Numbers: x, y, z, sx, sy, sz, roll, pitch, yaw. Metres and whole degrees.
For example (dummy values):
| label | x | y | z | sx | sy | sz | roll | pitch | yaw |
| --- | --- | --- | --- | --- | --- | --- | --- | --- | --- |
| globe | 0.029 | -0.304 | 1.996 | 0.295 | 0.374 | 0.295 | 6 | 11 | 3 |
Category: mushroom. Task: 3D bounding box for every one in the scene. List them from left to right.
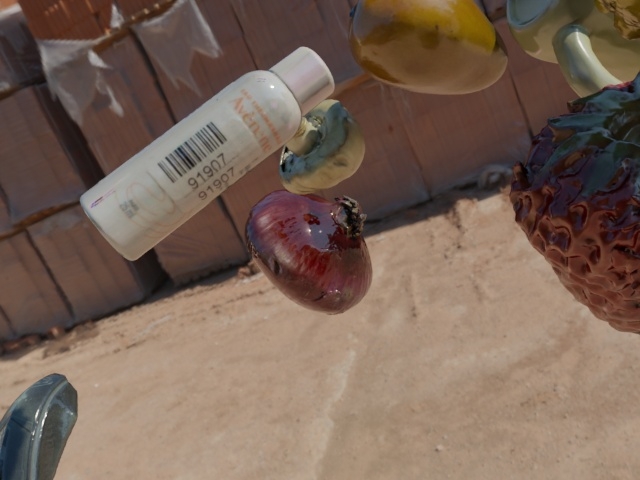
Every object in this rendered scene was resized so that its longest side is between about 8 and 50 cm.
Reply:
| label | x | y | z | sx | sy | sz | roll | pitch | yaw |
| --- | --- | --- | --- | --- | --- | --- | --- | --- | --- |
| mushroom | -0.008 | -0.139 | 0.931 | 0.154 | 0.122 | 0.154 | -27 | 49 | 36 |

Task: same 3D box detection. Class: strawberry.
| label | x | y | z | sx | sy | sz | roll | pitch | yaw |
| --- | --- | --- | --- | --- | --- | --- | --- | --- | --- |
| strawberry | 0.274 | -0.002 | 0.524 | 0.205 | 0.244 | 0.205 | -10 | 43 | 10 |

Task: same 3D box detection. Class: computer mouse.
| label | x | y | z | sx | sy | sz | roll | pitch | yaw |
| --- | --- | --- | --- | --- | --- | --- | --- | --- | --- |
| computer mouse | -0.450 | 0.304 | 0.933 | 0.126 | 0.071 | 0.231 | -15 | 46 | 28 |

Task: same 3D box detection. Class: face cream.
| label | x | y | z | sx | sy | sz | roll | pitch | yaw |
| --- | --- | --- | --- | --- | --- | --- | --- | --- | --- |
| face cream | -0.102 | -0.092 | 0.602 | 0.269 | 0.082 | 0.082 | -40 | 18 | -7 |

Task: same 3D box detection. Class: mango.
| label | x | y | z | sx | sy | sz | roll | pitch | yaw |
| --- | --- | --- | --- | --- | --- | --- | --- | --- | --- |
| mango | 0.138 | -0.265 | 0.824 | 0.176 | 0.139 | 0.255 | 24 | 9 | 36 |

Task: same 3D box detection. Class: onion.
| label | x | y | z | sx | sy | sz | roll | pitch | yaw |
| --- | --- | --- | --- | --- | --- | --- | --- | --- | --- |
| onion | 0.000 | 0.000 | 1.442 | 0.285 | 0.347 | 0.347 | -44 | 8 | 23 |

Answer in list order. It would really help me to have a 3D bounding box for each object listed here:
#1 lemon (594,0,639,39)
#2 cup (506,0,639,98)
| label | x | y | z | sx | sy | sz | roll | pitch | yaw |
| --- | --- | --- | --- | --- | --- | --- | --- | --- | --- |
| lemon | 0.248 | -0.217 | 0.385 | 0.173 | 0.173 | 0.206 | -35 | -17 | -34 |
| cup | 0.351 | -0.260 | 0.774 | 0.202 | 0.255 | 0.173 | 11 | -4 | -15 |
